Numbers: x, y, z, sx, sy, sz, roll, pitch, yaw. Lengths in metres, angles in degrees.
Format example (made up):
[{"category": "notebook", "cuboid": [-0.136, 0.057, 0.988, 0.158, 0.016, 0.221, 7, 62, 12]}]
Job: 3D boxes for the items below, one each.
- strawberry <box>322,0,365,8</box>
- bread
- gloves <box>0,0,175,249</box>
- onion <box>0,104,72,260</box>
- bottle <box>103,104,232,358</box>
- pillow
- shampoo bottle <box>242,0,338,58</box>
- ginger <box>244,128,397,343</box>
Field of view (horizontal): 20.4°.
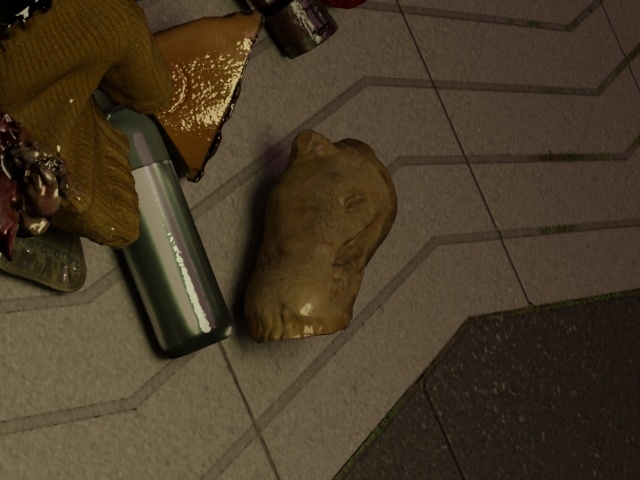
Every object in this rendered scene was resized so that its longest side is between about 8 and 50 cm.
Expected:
[{"category": "strawberry", "cuboid": [0.019, -0.336, 2.212, 0.106, 0.106, 0.106, 32, 46, -41]}, {"category": "bread", "cuboid": [-0.119, -0.147, 1.834, 0.140, 0.169, 0.160, -154, -134, -79]}, {"category": "gloves", "cuboid": [-0.236, -0.135, 1.566, 0.203, 0.155, 0.356, -52, 146, -24]}, {"category": "onion", "cuboid": [-0.356, -0.034, 1.373, 0.281, 0.221, 0.281, 10, 45, -11]}, {"category": "bottle", "cuboid": [-0.166, -0.010, 1.752, 0.096, 0.079, 0.254, -14, 82, -67]}, {"category": "pillow", "cuboid": [-0.272, -0.059, 1.677, 0.130, 0.033, 0.217, 24, 51, -47]}, {"category": "shampoo bottle", "cuboid": [-0.094, -0.365, 2.073, 0.323, 0.084, 0.129, 56, 24, -17]}, {"category": "ginger", "cuboid": [0.000, 0.000, 1.939, 0.354, 0.126, 0.190, -72, 150, -48]}]
